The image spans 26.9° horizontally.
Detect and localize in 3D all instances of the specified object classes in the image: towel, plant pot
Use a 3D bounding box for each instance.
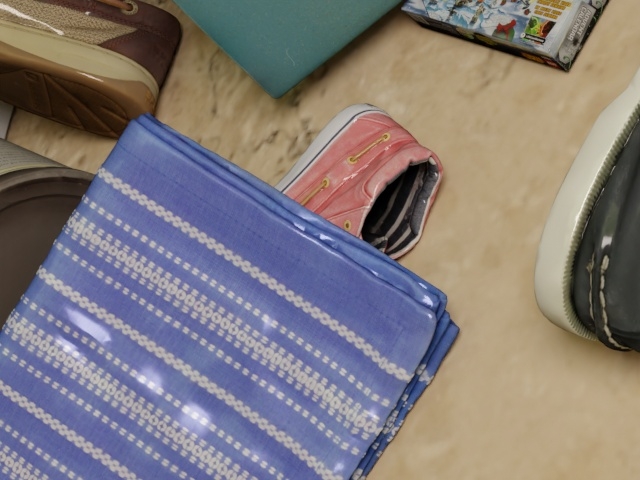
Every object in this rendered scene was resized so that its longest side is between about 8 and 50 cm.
[{"bbox_3d":[-0.101,0.118,0.793,0.243,0.040,0.336,32,92,14],"label":"towel"},{"bbox_3d":[0.010,-0.248,0.875,0.234,0.166,0.165,-30,37,24],"label":"plant pot"}]

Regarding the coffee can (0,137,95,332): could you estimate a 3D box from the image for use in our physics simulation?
[{"bbox_3d":[-0.263,0.018,0.968,0.275,0.201,0.201,22,84,48],"label":"coffee can"}]

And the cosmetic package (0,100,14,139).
[{"bbox_3d":[-0.480,-0.176,1.312,0.453,0.161,0.230,-10,61,40],"label":"cosmetic package"}]

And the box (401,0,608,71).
[{"bbox_3d":[0.123,-0.166,0.836,0.137,0.027,0.094,29,89,48],"label":"box"}]

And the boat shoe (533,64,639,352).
[{"bbox_3d":[0.222,-0.095,0.633,0.113,0.127,0.340,28,89,46],"label":"boat shoe"}]

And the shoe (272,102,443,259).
[{"bbox_3d":[0.000,0.000,0.832,0.178,0.063,0.081,-52,40,3],"label":"shoe"}]

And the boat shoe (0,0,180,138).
[{"bbox_3d":[-0.276,-0.196,1.052,0.123,0.342,0.123,107,-178,-67],"label":"boat shoe"}]
